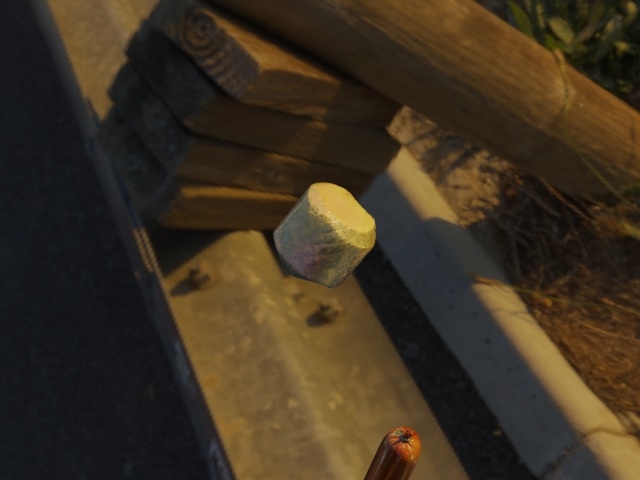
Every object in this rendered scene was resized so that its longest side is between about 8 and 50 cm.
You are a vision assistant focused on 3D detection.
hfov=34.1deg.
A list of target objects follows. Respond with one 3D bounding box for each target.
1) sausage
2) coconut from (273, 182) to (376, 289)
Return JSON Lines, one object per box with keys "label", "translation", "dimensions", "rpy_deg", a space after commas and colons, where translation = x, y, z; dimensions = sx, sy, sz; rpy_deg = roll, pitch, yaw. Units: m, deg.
{"label": "sausage", "translation": [0.074, 0.350, 1.397], "dimensions": [0.348, 0.053, 0.053], "rpy_deg": [107, 150, -45]}
{"label": "coconut", "translation": [0.000, 0.000, 1.645], "dimensions": [0.153, 0.147, 0.147], "rpy_deg": [-53, 43, 26]}
